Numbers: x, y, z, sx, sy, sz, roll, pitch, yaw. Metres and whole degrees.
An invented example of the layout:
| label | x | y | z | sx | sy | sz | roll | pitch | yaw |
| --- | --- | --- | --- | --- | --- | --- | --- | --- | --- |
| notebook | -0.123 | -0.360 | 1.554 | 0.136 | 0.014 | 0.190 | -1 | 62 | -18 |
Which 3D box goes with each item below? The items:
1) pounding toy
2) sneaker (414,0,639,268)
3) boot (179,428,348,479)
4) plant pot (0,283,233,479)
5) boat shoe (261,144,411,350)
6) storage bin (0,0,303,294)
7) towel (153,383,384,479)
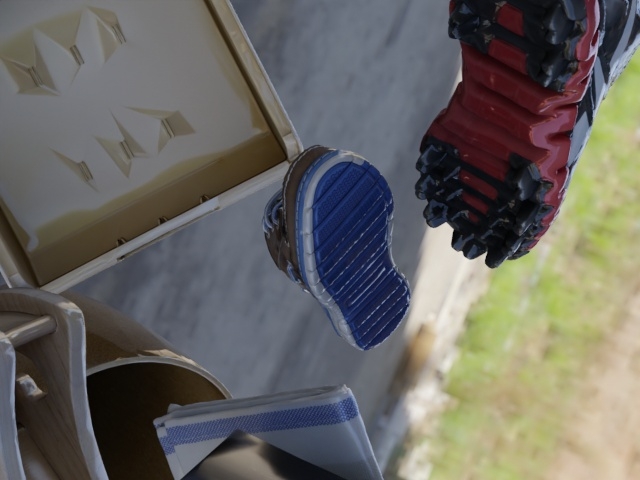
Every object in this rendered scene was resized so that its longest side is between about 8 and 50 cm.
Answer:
| label | x | y | z | sx | sy | sz | roll | pitch | yaw |
| --- | --- | --- | --- | --- | --- | --- | --- | --- | --- |
| pounding toy | -0.142 | 0.106 | 0.853 | 0.154 | 0.269 | 0.155 | -45 | 172 | 24 |
| sneaker | 0.130 | -0.095 | 1.039 | 0.135 | 0.098 | 0.276 | -46 | 158 | -32 |
| boot | 0.061 | 0.380 | 1.209 | 0.146 | 0.445 | 0.367 | -28 | 140 | -81 |
| plant pot | -0.226 | 0.145 | 1.555 | 0.237 | 0.254 | 0.237 | -14 | 122 | -23 |
| boat shoe | 0.000 | 0.000 | 0.982 | 0.066 | 0.066 | 0.183 | -44 | 152 | -17 |
| storage bin | -0.185 | -0.118 | 1.447 | 0.262 | 0.260 | 0.123 | -28 | -176 | -3 |
| towel | -0.005 | 0.246 | 1.339 | 0.034 | 0.209 | 0.285 | -31 | 102 | -46 |
